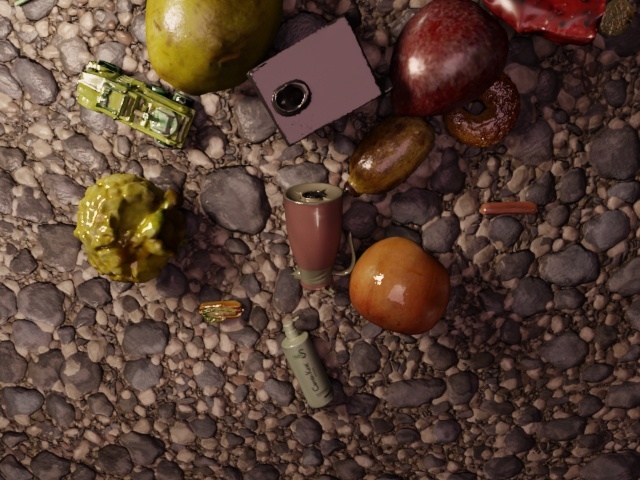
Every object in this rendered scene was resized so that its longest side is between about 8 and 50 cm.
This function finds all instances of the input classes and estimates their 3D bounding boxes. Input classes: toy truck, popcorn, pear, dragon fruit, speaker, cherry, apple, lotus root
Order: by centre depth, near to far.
[{"bbox_3d":[0.441,-0.565,0.910,0.331,0.302,0.240,30,127,6],"label":"dragon fruit"},{"bbox_3d":[-0.222,-0.455,0.937,0.269,0.269,0.321,44,93,-12],"label":"pear"},{"bbox_3d":[0.265,-0.389,0.973,0.230,0.203,0.300,43,95,13],"label":"cherry"},{"bbox_3d":[-0.001,-0.351,0.984,0.254,0.232,0.184,-27,107,9],"label":"speaker"},{"bbox_3d":[-0.437,-0.319,1.047,0.260,0.135,0.128,26,105,-4],"label":"toy truck"},{"bbox_3d":[0.158,-0.200,1.086,0.260,0.128,0.145,-43,89,10],"label":"lotus root"},{"bbox_3d":[-0.457,-0.030,1.096,0.258,0.224,0.270,34,96,-27],"label":"popcorn"},{"bbox_3d":[0.202,0.111,1.130,0.254,0.253,0.253,0,107,0],"label":"apple"}]

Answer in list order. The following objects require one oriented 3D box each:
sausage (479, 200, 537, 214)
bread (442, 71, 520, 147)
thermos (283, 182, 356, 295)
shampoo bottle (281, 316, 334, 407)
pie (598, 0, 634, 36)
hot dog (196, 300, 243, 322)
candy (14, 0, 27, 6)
[{"bbox_3d":[0.488,-0.084,1.171,0.147,0.035,0.030,-2,75,0],"label":"sausage"},{"bbox_3d":[0.388,-0.318,1.083,0.194,0.064,0.193,1,108,4],"label":"bread"},{"bbox_3d":[0.000,0.000,1.144,0.177,0.146,0.264,0,117,8],"label":"thermos"},{"bbox_3d":[-0.044,0.345,1.279,0.085,0.085,0.262,-20,106,6],"label":"shampoo bottle"},{"bbox_3d":[0.681,-0.513,1.043,0.085,0.017,0.084,0,108,-1],"label":"pie"},{"bbox_3d":[-0.279,0.198,1.255,0.133,0.041,0.056,-2,107,1],"label":"hot dog"},{"bbox_3d":[-0.570,-0.589,1.006,0.288,0.078,0.084,-16,77,14],"label":"candy"}]
